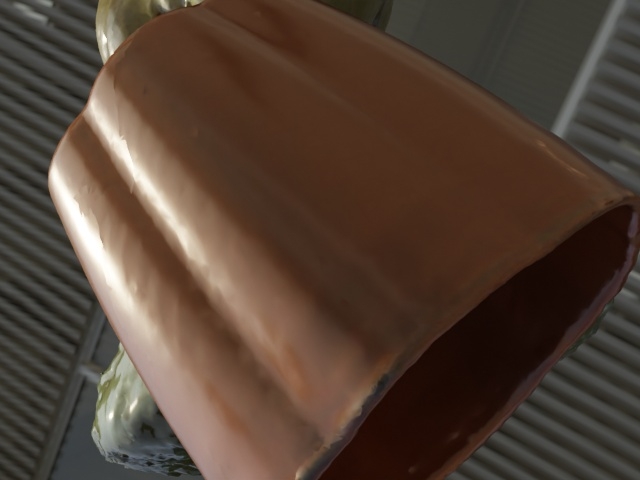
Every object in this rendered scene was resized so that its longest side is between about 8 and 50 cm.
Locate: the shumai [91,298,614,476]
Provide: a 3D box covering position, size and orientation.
[{"bbox_3d":[-0.005,-0.008,0.947,0.324,0.397,0.323,38,-146,-70],"label":"shumai"}]

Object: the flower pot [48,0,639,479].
[{"bbox_3d":[0.000,0.000,0.472,0.173,0.191,0.190,47,-153,20],"label":"flower pot"}]

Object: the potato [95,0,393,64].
[{"bbox_3d":[-0.031,-0.132,0.643,0.137,0.154,0.200,48,-152,-7],"label":"potato"}]
